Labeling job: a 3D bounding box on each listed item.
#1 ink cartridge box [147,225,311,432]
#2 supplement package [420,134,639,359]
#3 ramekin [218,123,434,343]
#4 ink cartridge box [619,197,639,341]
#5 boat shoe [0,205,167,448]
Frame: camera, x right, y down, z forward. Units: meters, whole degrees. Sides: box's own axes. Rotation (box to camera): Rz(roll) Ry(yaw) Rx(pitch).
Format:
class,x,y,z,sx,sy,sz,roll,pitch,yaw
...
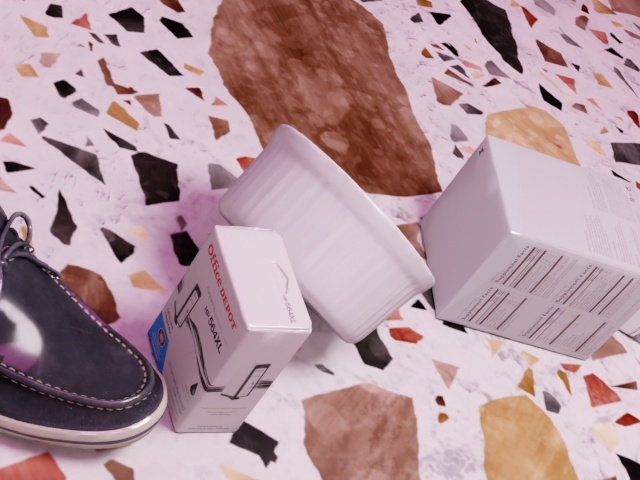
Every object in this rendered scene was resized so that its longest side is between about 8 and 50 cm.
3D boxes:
class,x,y,z,sx,sy,sz,roll,pitch,yaw
ink cartridge box,-0.107,0.101,1.386,0.086,0.203,0.148,5,47,-32
supplement package,0.315,0.014,1.780,0.263,0.198,0.199,17,43,-22
ramekin,0.000,0.000,1.526,0.277,0.135,0.277,45,-3,3
ink cartridge box,0.553,0.073,1.953,0.273,0.115,0.198,31,39,-5
boat shoe,-0.374,0.048,1.293,0.500,0.156,0.187,34,37,-2
